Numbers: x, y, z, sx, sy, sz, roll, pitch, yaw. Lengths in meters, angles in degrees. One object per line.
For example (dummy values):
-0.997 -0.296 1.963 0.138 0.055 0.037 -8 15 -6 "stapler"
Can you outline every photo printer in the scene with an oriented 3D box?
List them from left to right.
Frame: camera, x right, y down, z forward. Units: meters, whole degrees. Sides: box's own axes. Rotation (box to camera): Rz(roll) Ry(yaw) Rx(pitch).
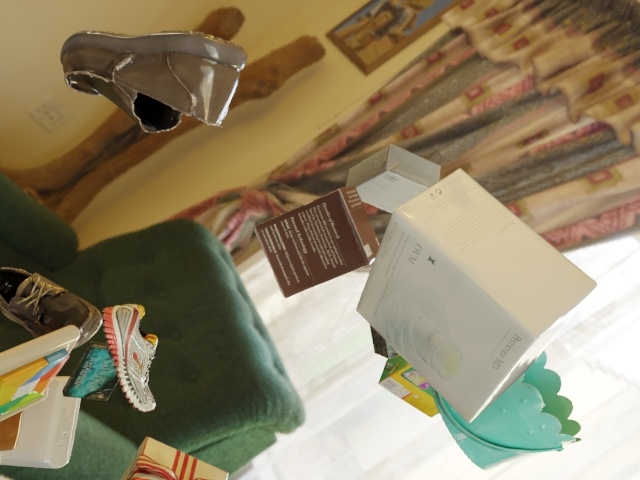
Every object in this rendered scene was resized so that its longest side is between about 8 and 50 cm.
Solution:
-0.858 0.525 2.001 0.107 0.307 0.256 38 52 -58 "photo printer"

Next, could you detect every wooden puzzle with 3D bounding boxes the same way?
-0.615 0.294 1.407 0.044 0.239 0.221 44 31 15 "wooden puzzle"

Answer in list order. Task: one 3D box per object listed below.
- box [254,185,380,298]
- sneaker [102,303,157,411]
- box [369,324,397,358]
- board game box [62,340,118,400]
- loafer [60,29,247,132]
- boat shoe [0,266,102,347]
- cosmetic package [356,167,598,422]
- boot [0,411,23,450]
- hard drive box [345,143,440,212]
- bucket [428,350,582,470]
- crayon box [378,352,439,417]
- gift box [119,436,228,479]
0.000 0.000 1.460 0.167 0.203 0.168 67 15 0 "box"
-0.362 0.233 1.357 0.088 0.092 0.225 -155 -129 -71 "sneaker"
0.107 0.161 1.204 0.067 0.018 0.083 178 -99 -73 "box"
-0.599 0.355 1.848 0.126 0.186 0.026 17 27 -36 "board game box"
-0.263 -0.224 0.987 0.366 0.130 0.133 11 3 42 "loafer"
-0.656 0.150 1.585 0.355 0.132 0.130 11 -31 32 "boat shoe"
0.186 0.075 0.886 0.224 0.138 0.224 43 -34 22 "cosmetic package"
-0.849 0.388 1.687 0.264 0.280 0.096 15 23 -33 "boot"
0.209 -0.177 2.020 0.181 0.089 0.232 21 -23 -25 "hard drive box"
0.340 0.286 1.297 0.281 0.183 0.281 46 22 -25 "bucket"
0.279 0.305 1.609 0.165 0.278 0.081 34 50 -7 "crayon box"
-0.354 0.642 1.557 0.255 0.258 0.276 27 22 -19 "gift box"
